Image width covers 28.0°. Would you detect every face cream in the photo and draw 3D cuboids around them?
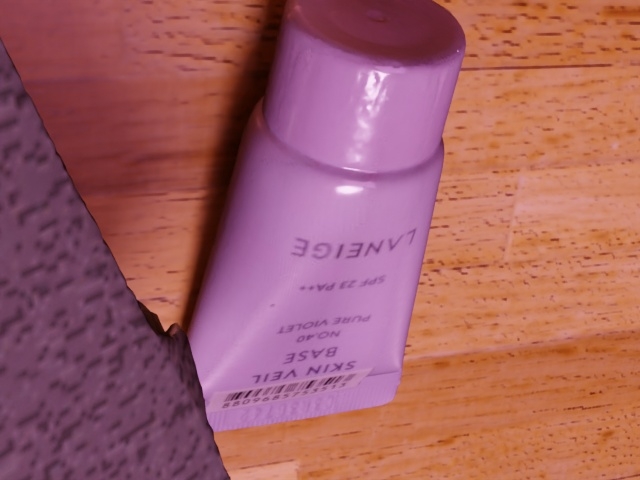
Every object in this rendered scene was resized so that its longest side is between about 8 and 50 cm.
[{"bbox_3d":[0.000,0.000,0.690,0.154,0.096,0.274,-8,131,-26],"label":"face cream"}]

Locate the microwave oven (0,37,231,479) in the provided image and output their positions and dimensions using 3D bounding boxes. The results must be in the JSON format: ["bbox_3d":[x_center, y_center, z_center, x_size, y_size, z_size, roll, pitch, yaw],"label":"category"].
[{"bbox_3d":[-0.240,0.066,0.431,0.374,0.236,0.432,-49,135,-30],"label":"microwave oven"}]
